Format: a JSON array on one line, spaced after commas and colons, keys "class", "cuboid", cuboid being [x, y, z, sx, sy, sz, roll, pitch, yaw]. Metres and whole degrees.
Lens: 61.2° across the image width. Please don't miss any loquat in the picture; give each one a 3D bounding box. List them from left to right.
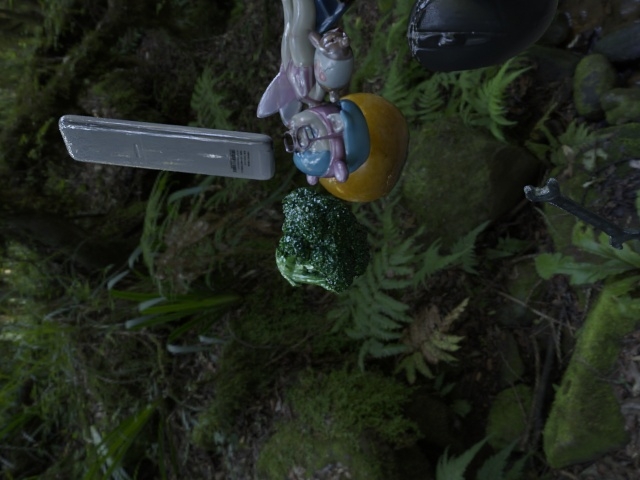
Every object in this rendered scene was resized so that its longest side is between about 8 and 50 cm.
[{"class": "loquat", "cuboid": [0.098, -0.220, 1.298, 0.263, 0.263, 0.262, 12, 104, 60]}]

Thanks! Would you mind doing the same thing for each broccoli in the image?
[{"class": "broccoli", "cuboid": [0.000, 0.000, 0.896, 0.156, 0.196, 0.195, -35, 61, 35]}]

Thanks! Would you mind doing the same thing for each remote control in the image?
[{"class": "remote control", "cuboid": [-0.186, -0.116, 0.670, 0.067, 0.261, 0.029, 95, -178, -49]}]

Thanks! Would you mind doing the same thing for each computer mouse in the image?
[{"class": "computer mouse", "cuboid": [0.275, -0.352, 0.879, 0.137, 0.270, 0.086, 80, 172, -47]}]

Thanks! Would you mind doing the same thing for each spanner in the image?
[{"class": "spanner", "cuboid": [0.421, -0.039, 0.856, 0.054, 0.255, 0.015, -40, 37, 46]}]

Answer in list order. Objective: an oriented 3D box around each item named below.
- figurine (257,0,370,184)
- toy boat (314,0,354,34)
[{"class": "figurine", "cuboid": [0.006, -0.198, 0.648, 0.205, 0.103, 0.259, 1, 105, 59]}, {"class": "toy boat", "cuboid": [-0.027, -0.448, 0.760, 0.143, 0.129, 0.308, -4, 103, 36]}]
